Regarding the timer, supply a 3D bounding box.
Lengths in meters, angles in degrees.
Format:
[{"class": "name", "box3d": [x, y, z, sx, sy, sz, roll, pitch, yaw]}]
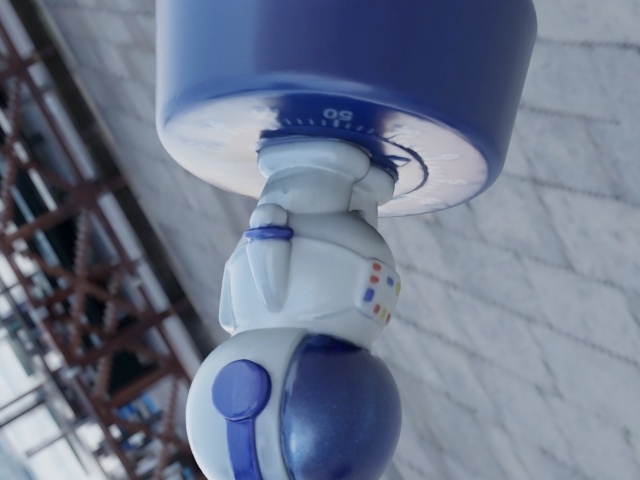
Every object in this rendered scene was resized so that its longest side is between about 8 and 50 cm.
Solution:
[{"class": "timer", "box3d": [0.000, 0.000, 1.076, 0.270, 0.270, 0.384, 106, 171, -72]}]
